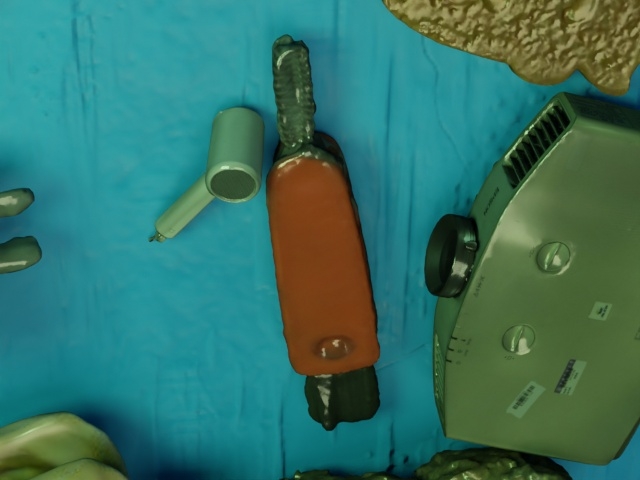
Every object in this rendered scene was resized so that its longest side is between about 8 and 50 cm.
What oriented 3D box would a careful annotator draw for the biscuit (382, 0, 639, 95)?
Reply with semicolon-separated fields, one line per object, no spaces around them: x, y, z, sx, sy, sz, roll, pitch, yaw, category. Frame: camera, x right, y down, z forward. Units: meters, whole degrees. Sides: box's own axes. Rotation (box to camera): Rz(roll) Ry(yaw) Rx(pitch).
0.163;-0.174;1.067;0.250;0.035;0.162;-4;114;-8;biscuit

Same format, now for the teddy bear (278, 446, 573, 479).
0.085;0.240;1.213;0.256;0.156;0.267;-8;160;-4;teddy bear

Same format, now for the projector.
0.175;0.028;1.148;0.194;0.088;0.269;12;115;-16;projector

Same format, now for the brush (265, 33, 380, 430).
0.000;0.000;1.128;0.070;0.051;0.323;-6;123;1;brush

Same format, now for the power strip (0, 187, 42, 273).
-0.295;0.019;1.033;0.224;0.140;0.139;-11;118;-3;power strip

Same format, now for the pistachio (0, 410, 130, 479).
-0.241;0.272;1.151;0.214;0.193;0.318;29;107;-28;pistachio

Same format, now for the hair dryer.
-0.083;-0.035;1.098;0.038;0.063;0.124;29;130;-24;hair dryer
